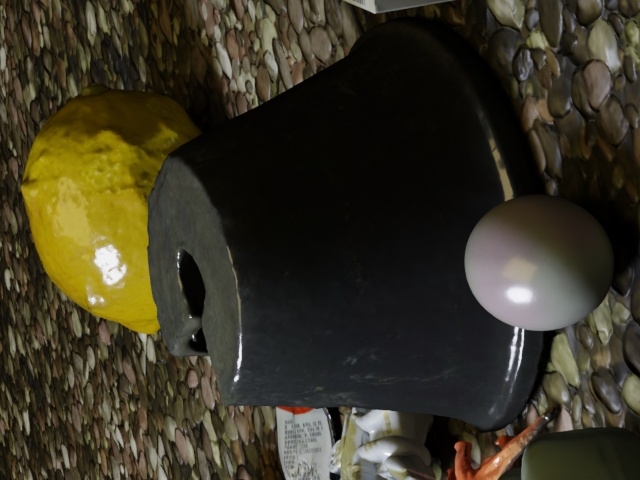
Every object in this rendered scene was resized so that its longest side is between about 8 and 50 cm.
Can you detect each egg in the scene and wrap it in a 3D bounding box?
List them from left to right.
[{"bbox_3d":[0.165,0.017,1.505,0.135,0.103,0.103,4,105,64],"label":"egg"}]

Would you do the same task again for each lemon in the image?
[{"bbox_3d":[-0.213,-0.036,2.216,0.233,0.233,0.288,3,105,67],"label":"lemon"}]

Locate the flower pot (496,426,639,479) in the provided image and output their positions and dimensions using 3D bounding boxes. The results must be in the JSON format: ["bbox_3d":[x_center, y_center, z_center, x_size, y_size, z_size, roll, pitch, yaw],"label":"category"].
[{"bbox_3d":[0.204,0.315,1.471,0.254,0.165,0.367,-118,27,-58],"label":"flower pot"}]

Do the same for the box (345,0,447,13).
[{"bbox_3d":[0.047,-0.223,1.680,0.167,0.090,0.024,-146,48,-59],"label":"box"}]

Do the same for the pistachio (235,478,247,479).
[{"bbox_3d":[-0.083,0.372,2.258,0.152,0.126,0.223,-62,-28,-60],"label":"pistachio"}]

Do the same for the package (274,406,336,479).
[{"bbox_3d":[-0.004,0.278,2.133,0.166,0.040,0.232,163,101,-68],"label":"package"}]

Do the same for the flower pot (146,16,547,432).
[{"bbox_3d":[0.000,0.000,1.708,0.379,0.251,0.379,169,90,-69],"label":"flower pot"}]

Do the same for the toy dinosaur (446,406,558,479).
[{"bbox_3d":[0.128,0.231,1.715,0.101,0.055,0.279,-81,11,-46],"label":"toy dinosaur"}]

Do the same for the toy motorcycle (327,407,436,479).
[{"bbox_3d":[0.060,0.203,1.852,0.151,0.074,0.228,-64,16,9],"label":"toy motorcycle"}]
